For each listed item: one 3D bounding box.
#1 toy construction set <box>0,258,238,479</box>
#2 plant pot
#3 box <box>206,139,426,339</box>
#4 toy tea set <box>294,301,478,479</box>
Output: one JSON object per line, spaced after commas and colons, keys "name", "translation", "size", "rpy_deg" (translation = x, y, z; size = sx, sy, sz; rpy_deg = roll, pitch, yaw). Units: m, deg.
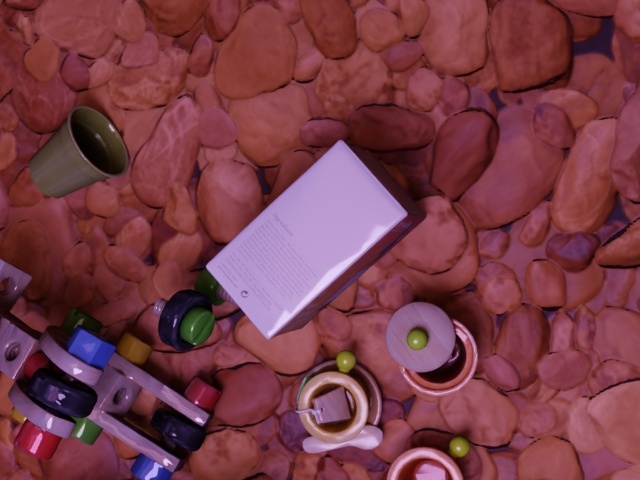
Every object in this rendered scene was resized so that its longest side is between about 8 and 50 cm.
{"name": "toy construction set", "translation": [-0.257, 0.159, 1.028], "size": [0.237, 0.257, 0.309], "rpy_deg": [23, 106, 29]}
{"name": "plant pot", "translation": [-0.252, -0.082, 1.078], "size": [0.079, 0.083, 0.083], "rpy_deg": [-30, 84, 24]}
{"name": "box", "translation": [0.000, 0.000, 0.987], "size": [0.170, 0.130, 0.091], "rpy_deg": [-42, 81, 11]}
{"name": "toy tea set", "translation": [0.047, 0.219, 0.980], "size": [0.200, 0.124, 0.336], "rpy_deg": [7, 92, 13]}
